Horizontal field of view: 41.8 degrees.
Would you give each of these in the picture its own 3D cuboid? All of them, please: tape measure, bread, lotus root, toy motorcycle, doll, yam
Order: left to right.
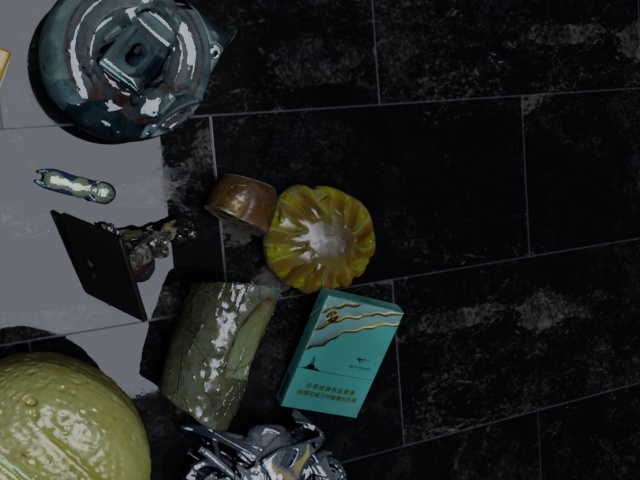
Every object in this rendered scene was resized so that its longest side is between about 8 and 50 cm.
[{"bbox_3d":[-0.407,0.322,1.232,0.321,0.237,0.320,-1,92,-24],"label":"bread"},{"bbox_3d":[-0.385,-0.086,1.325,0.125,0.027,0.037,14,95,-26],"label":"doll"},{"bbox_3d":[-0.293,-0.288,1.289,0.256,0.147,0.275,36,78,-23],"label":"tape measure"},{"bbox_3d":[-0.174,0.172,1.387,0.154,0.154,0.254,22,89,-26],"label":"yam"},{"bbox_3d":[-0.133,-0.062,1.398,0.112,0.122,0.081,20,83,-17],"label":"lotus root"},{"bbox_3d":[-0.097,0.383,1.460,0.307,0.108,0.173,4,73,-23],"label":"toy motorcycle"},{"bbox_3d":[0.000,0.000,1.480,0.214,0.105,0.213,-4,99,-26],"label":"bread"}]

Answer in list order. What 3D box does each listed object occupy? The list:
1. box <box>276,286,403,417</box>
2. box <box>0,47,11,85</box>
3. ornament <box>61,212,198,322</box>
[{"bbox_3d":[0.035,0.205,1.510,0.162,0.041,0.229,14,107,-26],"label":"box"},{"bbox_3d":[-0.562,-0.155,1.092,0.214,0.283,0.259,20,85,-27],"label":"box"},{"bbox_3d":[-0.278,-0.002,1.334,0.196,0.166,0.153,-35,131,-39],"label":"ornament"}]
